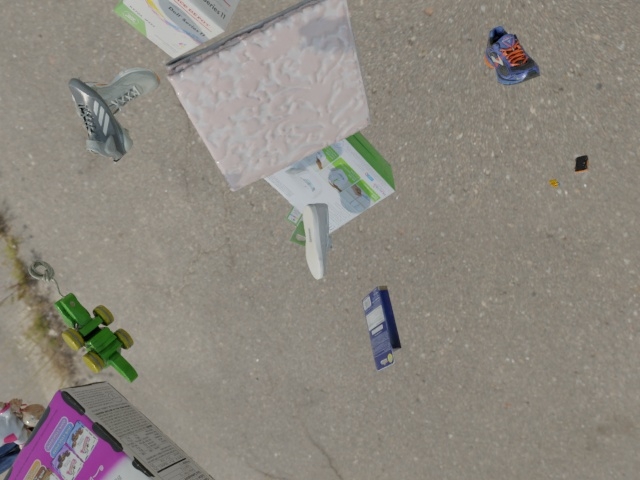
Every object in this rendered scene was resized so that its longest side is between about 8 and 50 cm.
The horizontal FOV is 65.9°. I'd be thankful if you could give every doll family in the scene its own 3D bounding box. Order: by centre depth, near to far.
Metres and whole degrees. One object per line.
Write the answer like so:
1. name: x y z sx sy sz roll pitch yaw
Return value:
1. doll family: -0.487 0.367 0.848 0.118 0.163 0.262 16 129 62

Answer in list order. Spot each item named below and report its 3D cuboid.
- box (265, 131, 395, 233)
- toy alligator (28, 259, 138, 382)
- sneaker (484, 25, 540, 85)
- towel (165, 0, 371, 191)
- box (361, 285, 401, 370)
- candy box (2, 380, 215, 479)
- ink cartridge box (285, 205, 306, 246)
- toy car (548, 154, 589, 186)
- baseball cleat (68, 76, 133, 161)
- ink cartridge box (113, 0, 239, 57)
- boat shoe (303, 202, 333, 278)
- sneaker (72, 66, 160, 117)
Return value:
1. box: 0.020 -0.176 1.266 0.231 0.126 0.262 -34 122 28
2. toy alligator: -0.300 0.106 0.624 0.051 0.056 0.189 -26 104 49
3. sneaker: 0.438 -0.432 1.155 0.083 0.221 0.087 -21 130 4
4. towel: -0.077 -0.264 0.931 0.332 0.053 0.317 -26 145 -2
5. box: 0.181 0.261 1.460 0.037 0.225 0.136 -1 156 -18
6. candy box: -0.187 0.268 0.464 0.233 0.071 0.159 33 93 19
7. ink cartridge box: -0.052 -0.091 1.734 0.062 0.109 0.209 30 93 30
8. toy car: 0.752 -0.207 1.490 0.122 0.060 0.041 -27 133 35
9. baseball cleat: -0.525 -0.272 1.153 0.072 0.109 0.206 9 146 38
10. ink cartridge box: -0.359 -0.624 1.283 0.354 0.119 0.207 1 155 47
11. boat shoe: 0.000 0.000 1.179 0.066 0.063 0.184 9 110 61
12. sneaker: -0.597 -0.420 1.463 0.263 0.121 0.099 -19 150 0
